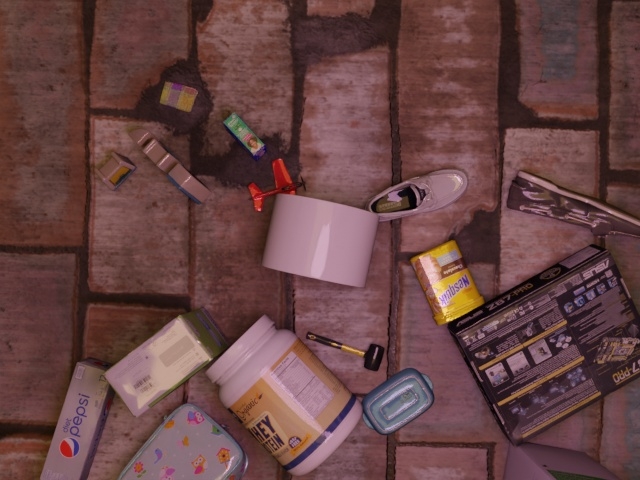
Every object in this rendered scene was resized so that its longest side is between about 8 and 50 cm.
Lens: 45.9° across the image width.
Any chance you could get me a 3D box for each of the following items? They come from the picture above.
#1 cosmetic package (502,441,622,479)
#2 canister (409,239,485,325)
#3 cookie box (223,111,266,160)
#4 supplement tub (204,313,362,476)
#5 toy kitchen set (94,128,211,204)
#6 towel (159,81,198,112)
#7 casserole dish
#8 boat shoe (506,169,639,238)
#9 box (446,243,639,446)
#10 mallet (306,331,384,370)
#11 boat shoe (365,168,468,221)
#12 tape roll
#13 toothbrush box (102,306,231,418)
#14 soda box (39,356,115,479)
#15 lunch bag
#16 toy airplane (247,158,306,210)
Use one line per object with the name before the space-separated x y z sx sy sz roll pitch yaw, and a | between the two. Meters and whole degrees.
cosmetic package | 0.527 0.556 1.619 0.196 0.365 0.155 10 89 0
canister | 0.297 0.098 1.782 0.126 0.073 0.170 -24 87 0
cookie box | -0.178 -0.245 1.788 0.040 0.092 0.107 -44 89 -3
supplement tub | -0.085 0.344 1.702 0.228 0.228 0.316 -45 88 -1
toy kitchen set | -0.400 -0.138 1.794 0.166 0.122 0.207 -46 68 0
towel | -0.344 -0.349 1.833 0.083 0.009 0.060 16 89 2
casserole dish | 0.185 0.385 1.793 0.188 0.037 0.114 -34 89 -1
boat shoe | 0.600 -0.063 1.773 0.335 0.112 0.096 24 106 7
box | 0.536 0.239 1.729 0.394 0.097 0.318 -30 101 0
mallet | 0.061 0.247 1.801 0.189 0.039 0.062 25 90 5
boat shoe | 0.232 -0.103 1.781 0.258 0.084 0.095 -23 88 0
tape roll | 0.000 0.000 1.702 0.246 0.246 0.169 13 89 1
toothbrush box | -0.330 0.261 1.679 0.206 0.283 0.122 -37 89 -1
soda box | -0.558 0.426 1.770 0.091 0.098 0.287 17 89 0
lunch bag | -0.315 0.524 1.730 0.224 0.108 0.279 36 76 23
toy airplane | -0.108 -0.120 1.814 0.151 0.028 0.151 0 90 0
